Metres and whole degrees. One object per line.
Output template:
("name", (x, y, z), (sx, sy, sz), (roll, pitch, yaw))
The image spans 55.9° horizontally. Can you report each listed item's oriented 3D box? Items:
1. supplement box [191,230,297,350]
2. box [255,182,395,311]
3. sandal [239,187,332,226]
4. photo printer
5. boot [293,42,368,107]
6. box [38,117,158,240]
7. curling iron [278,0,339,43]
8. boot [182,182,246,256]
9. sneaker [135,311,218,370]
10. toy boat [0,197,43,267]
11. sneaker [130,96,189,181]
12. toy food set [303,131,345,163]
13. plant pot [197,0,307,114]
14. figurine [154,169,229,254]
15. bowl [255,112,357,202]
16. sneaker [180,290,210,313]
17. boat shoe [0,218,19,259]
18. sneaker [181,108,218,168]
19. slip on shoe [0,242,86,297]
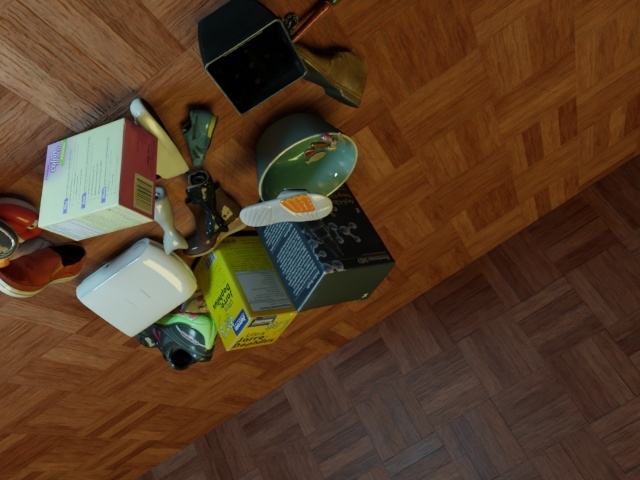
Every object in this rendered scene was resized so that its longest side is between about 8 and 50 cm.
("supplement box", (-0.264, 0.164, 2.040), (0.194, 0.356, 0.195), (-2, 141, -40))
("box", (0.000, 0.000, 1.976), (0.294, 0.395, 0.212), (-7, 145, -37))
("sandal", (-0.100, -0.107, 1.722), (0.265, 0.076, 0.102), (-7, 136, 3))
("photo printer", (-0.569, 0.145, 1.921), (0.308, 0.107, 0.256), (-34, 128, 8))
("boot", (0.017, -0.463, 1.590), (0.305, 0.112, 0.115), (19, 96, -50))
("box", (-0.510, -0.135, 1.393), (0.243, 0.213, 0.117), (-12, 158, 23))
("curling iron", (0.005, -0.565, 1.435), (0.274, 0.035, 0.068), (-35, 138, 8))
("boot", (-0.370, -0.064, 1.893), (0.248, 0.090, 0.207), (-30, 139, 6))
("sneaker", (-0.534, 0.362, 2.156), (0.185, 0.202, 0.483), (9, 167, -38))
("toy boat", (-0.802, 0.001, 1.497), (0.231, 0.151, 0.151), (-30, 152, 1))
("sneaker", (-0.428, -0.233, 1.508), (0.123, 0.106, 0.290), (-29, 153, -7))
("toy food set", (0.004, -0.256, 1.624), (0.122, 0.019, 0.078), (-25, 152, 8))
("plant pot", (-0.170, -0.434, 1.356), (0.187, 0.167, 0.188), (-32, 153, 4))
("figurine", (-0.389, -0.069, 1.752), (0.215, 0.092, 0.209), (-23, 128, -10))
("bowl", (-0.066, -0.249, 1.756), (0.312, 0.163, 0.311), (-23, 151, -14))
("sneaker", (-0.415, 0.241, 2.284), (0.252, 0.111, 0.103), (-31, 152, 4))
("boat shoe", (-0.836, -0.037, 1.324), (0.342, 0.123, 0.123), (32, 83, -35))
("sneaker", (-0.329, -0.272, 1.598), (0.082, 0.069, 0.209), (17, 146, -11))
("slip on shoe", (-0.751, 0.068, 1.618), (0.101, 0.123, 0.331), (-53, 173, 15))
